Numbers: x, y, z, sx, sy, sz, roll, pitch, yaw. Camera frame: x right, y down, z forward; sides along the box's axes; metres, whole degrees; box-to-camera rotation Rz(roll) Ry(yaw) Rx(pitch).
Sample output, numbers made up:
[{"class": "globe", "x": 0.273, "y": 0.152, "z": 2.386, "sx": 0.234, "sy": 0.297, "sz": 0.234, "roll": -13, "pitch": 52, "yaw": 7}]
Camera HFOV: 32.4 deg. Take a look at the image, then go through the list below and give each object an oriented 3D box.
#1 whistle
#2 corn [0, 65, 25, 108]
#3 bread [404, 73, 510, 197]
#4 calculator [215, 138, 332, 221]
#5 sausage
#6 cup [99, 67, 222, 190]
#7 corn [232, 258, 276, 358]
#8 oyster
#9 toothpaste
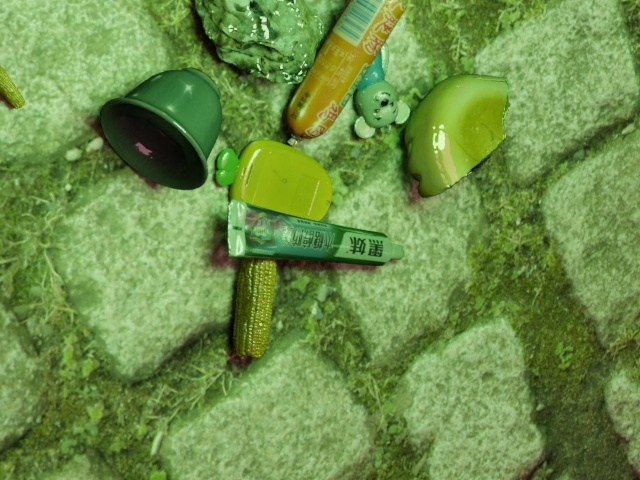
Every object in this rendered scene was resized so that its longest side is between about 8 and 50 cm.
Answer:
[{"class": "whistle", "x": 0.083, "y": -0.301, "z": 1.968, "sx": 0.114, "sy": 0.077, "sz": 0.235, "roll": -24, "pitch": 106, "yaw": -12}, {"class": "corn", "x": -0.486, "y": -0.239, "z": 1.694, "sx": 0.027, "sy": 0.028, "sz": 0.083, "roll": -43, "pitch": 119, "yaw": -22}, {"class": "bread", "x": 0.237, "y": -0.211, "z": 2.024, "sx": 0.261, "sy": 0.158, "sz": 0.156, "roll": -41, "pitch": 106, "yaw": -26}, {"class": "calculator", "x": -0.080, "y": -0.098, "z": 1.932, "sx": 0.235, "sy": 0.032, "sz": 0.146, "roll": 17, "pitch": 89, "yaw": -31}, {"class": "sausage", "x": 0.030, "y": -0.294, "z": 1.895, "sx": 0.093, "sy": 0.093, "sz": 0.312, "roll": 25, "pitch": 105, "yaw": -29}, {"class": "cup", "x": -0.231, "y": -0.200, "z": 1.768, "sx": 0.199, "sy": 0.199, "sz": 0.150, "roll": 48, "pitch": 57, "yaw": -25}, {"class": "corn", "x": -0.115, "y": 0.107, "z": 1.924, "sx": 0.068, "sy": 0.068, "sz": 0.207, "roll": 3, "pitch": 95, "yaw": -29}, {"class": "oyster", "x": -0.109, "y": -0.386, "z": 1.831, "sx": 0.268, "sy": 0.112, "sz": 0.198, "roll": 36, "pitch": 80, "yaw": -25}, {"class": "toothpaste", "x": 0.000, "y": 0.000, "z": 1.950, "sx": 0.392, "sy": 0.061, "sz": 0.098, "roll": 8, "pitch": 78, "yaw": -38}]
